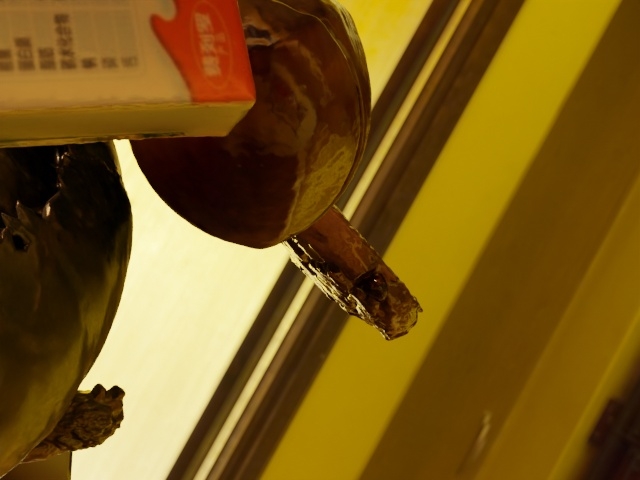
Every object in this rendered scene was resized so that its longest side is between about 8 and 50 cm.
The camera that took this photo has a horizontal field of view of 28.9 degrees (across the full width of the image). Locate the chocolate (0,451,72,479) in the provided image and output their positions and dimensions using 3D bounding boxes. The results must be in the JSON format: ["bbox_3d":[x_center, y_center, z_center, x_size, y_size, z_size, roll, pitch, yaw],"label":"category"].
[{"bbox_3d":[-0.517,0.190,1.683,0.326,0.314,0.297,-7,-134,-19],"label":"chocolate"}]

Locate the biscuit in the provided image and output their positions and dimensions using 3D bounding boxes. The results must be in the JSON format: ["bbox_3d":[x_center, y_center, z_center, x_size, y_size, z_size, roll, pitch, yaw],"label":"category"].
[{"bbox_3d":[-0.001,0.001,1.388,0.296,0.075,0.296,47,179,1],"label":"biscuit"}]

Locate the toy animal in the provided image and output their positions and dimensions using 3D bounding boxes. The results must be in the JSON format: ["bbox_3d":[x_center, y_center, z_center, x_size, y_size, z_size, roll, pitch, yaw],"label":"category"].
[{"bbox_3d":[-0.271,0.163,1.035,0.220,0.069,0.086,-10,151,4],"label":"toy animal"}]

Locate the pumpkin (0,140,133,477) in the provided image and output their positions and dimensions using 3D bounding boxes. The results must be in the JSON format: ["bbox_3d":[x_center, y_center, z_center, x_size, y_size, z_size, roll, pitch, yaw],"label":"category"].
[{"bbox_3d":[-0.352,-0.018,0.864,0.454,0.454,0.344,30,135,-11],"label":"pumpkin"}]

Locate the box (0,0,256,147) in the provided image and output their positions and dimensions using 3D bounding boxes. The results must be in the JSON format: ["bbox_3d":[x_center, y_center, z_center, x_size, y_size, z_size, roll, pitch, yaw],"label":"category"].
[{"bbox_3d":[-0.178,-0.167,0.508,0.265,0.273,0.048,-5,166,-25],"label":"box"}]

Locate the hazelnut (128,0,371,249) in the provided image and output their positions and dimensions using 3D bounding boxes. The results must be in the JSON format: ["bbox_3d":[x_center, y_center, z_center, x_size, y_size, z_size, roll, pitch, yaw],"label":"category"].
[{"bbox_3d":[-0.052,-0.096,0.953,0.208,0.208,0.208,29,177,2],"label":"hazelnut"}]
